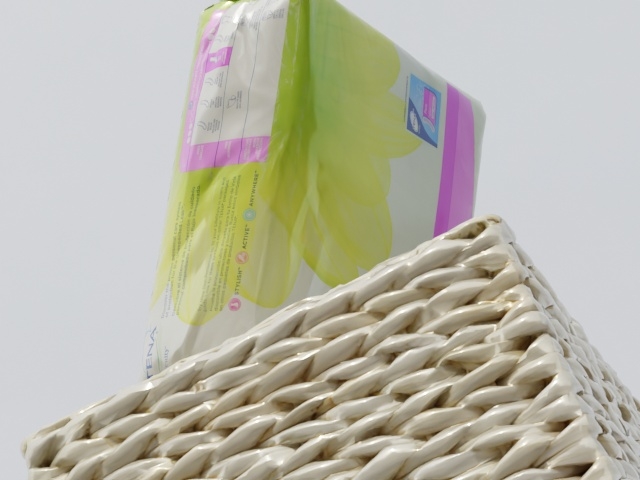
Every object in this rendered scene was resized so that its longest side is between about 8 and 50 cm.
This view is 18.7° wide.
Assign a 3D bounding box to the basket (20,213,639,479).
[{"bbox_3d":[0.056,0.207,1.072,0.331,0.266,0.328,-26,-38,13],"label":"basket"}]

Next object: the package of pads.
[{"bbox_3d":[0.000,0.000,1.282,0.101,0.297,0.229,-8,-25,38],"label":"package of pads"}]
